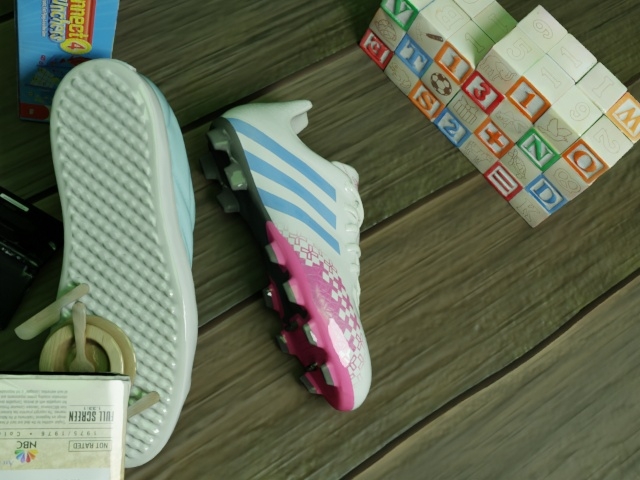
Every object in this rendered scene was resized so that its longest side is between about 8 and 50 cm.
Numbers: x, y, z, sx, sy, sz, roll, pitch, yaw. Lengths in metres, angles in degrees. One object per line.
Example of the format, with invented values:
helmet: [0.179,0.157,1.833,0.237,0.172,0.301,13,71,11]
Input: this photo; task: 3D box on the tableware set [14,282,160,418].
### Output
tableware set: [-0.248,0.136,0.825,0.194,0.039,0.128,-34,87,8]

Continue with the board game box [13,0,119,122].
board game box: [-0.232,-0.312,0.911,0.086,0.302,0.308,4,70,-15]

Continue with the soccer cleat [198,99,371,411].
soccer cleat: [0.000,0.000,0.961,0.143,0.116,0.331,-20,76,-21]

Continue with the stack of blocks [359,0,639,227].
stack of blocks: [0.193,-0.175,1.051,0.297,0.171,0.087,47,65,5]

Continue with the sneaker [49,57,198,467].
sneaker: [-0.165,0.020,0.904,0.135,0.150,0.365,2,93,11]

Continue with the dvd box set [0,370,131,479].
dvd box set: [-0.305,0.306,0.709,0.308,0.062,0.420,3,85,-22]

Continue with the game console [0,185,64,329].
game console: [-0.324,0.007,0.925,0.122,0.071,0.107,31,35,-4]
